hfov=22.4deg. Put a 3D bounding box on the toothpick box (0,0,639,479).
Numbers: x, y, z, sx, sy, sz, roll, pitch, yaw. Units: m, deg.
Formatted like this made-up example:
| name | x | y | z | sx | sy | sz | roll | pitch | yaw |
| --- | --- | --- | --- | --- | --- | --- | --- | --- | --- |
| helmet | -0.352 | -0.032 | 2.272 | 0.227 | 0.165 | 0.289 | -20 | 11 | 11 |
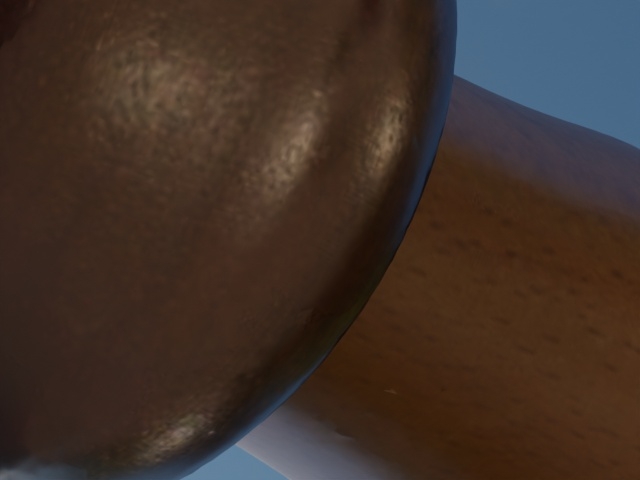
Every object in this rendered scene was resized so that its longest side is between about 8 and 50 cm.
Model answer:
| name | x | y | z | sx | sy | sz | roll | pitch | yaw |
| --- | --- | --- | --- | --- | --- | --- | --- | --- | --- |
| toothpick box | 0.000 | 0.000 | 0.443 | 0.294 | 0.192 | 0.192 | 29 | -92 | -44 |
